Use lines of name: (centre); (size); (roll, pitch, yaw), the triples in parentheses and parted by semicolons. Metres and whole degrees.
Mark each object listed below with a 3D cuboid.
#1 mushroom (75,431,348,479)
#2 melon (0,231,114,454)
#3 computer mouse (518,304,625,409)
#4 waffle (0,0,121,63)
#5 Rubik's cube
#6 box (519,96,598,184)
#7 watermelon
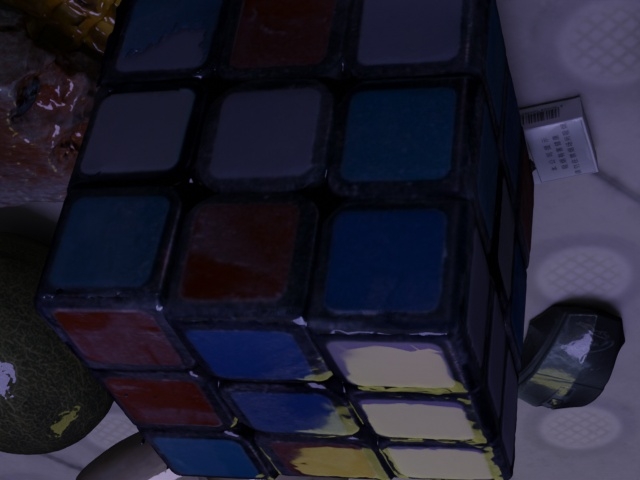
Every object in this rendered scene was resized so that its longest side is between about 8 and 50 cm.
mushroom: (-0.133, 0.254, 1.520); (0.336, 0.314, 0.314); (-34, 131, 3)
melon: (-0.371, 0.121, 1.477); (0.238, 0.237, 0.301); (-12, 133, 19)
computer mouse: (0.318, 0.167, 1.576); (0.126, 0.071, 0.231); (11, 140, -5)
waffle: (-0.168, -0.236, 1.176); (0.283, 0.065, 0.309); (-2, 143, 12)
Rubik's cube: (0.000, 0.000, 1.101); (0.359, 0.363, 0.362); (-1, 147, 14)
box: (0.211, -0.098, 1.306); (0.154, 0.040, 0.084); (-12, 137, 18)
watermelon: (-0.360, -0.131, 1.195); (0.302, 0.151, 0.264); (12, 153, 10)
